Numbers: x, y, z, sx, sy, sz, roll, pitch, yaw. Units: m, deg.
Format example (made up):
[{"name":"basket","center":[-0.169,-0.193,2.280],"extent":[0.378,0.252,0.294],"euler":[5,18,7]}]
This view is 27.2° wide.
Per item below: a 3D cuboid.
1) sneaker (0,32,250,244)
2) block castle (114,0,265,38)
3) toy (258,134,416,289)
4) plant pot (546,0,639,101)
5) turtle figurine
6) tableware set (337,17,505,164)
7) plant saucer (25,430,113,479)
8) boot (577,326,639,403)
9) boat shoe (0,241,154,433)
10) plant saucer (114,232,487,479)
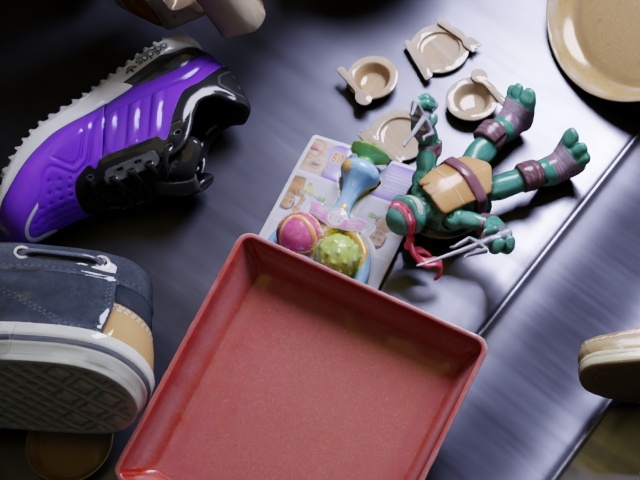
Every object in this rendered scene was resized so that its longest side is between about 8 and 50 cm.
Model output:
[{"name":"sneaker","center":[-0.190,-0.082,1.336],"extent":[0.146,0.102,0.293],"euler":[39,72,23]},{"name":"block castle","center":[-0.184,-0.432,1.401],"extent":[0.453,0.213,0.303],"euler":[32,78,36]},{"name":"toy","center":[0.000,0.000,1.293],"extent":[0.137,0.056,0.237],"euler":[20,65,19]},{"name":"plant pot","center":[0.335,-0.253,1.339],"extent":[0.236,0.032,0.236],"euler":[-11,74,42]},{"name":"turtle figurine","center":[0.138,-0.060,1.274],"extent":[0.234,0.118,0.175],"euler":[-30,81,-28]},{"name":"tableware set","center":[0.105,-0.159,1.389],"extent":[0.169,0.020,0.141],"euler":[-27,61,-8]},{"name":"plant saucer","center":[-0.234,0.190,1.239],"extent":[0.083,0.015,0.083],"euler":[-3,61,5]},{"name":"boot","center":[0.345,0.033,1.208],"extent":[0.262,0.095,0.203],"euler":[-10,61,0]},{"name":"boat shoe","center":[-0.388,0.068,1.237],"extent":[0.500,0.187,0.156],"euler":[4,53,9]},{"name":"plant saucer","center":[-0.015,0.157,1.190],"extent":[0.259,0.048,0.258],"euler":[24,79,20]}]
